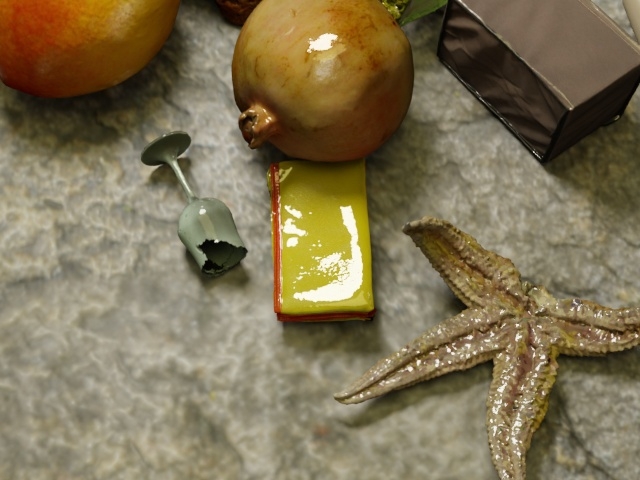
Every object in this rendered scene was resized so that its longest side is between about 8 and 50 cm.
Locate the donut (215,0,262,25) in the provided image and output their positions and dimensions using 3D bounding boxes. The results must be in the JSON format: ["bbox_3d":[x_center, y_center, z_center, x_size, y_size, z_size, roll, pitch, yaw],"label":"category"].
[{"bbox_3d":[-0.166,-0.435,1.891,0.295,0.151,0.112,42,82,8],"label":"donut"}]

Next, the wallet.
[{"bbox_3d":[0.000,0.000,1.764,0.141,0.067,0.241,-3,62,3],"label":"wallet"}]

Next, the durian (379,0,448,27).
[{"bbox_3d":[0.203,-0.439,1.880,0.355,0.169,0.157,-27,44,-27],"label":"durian"}]

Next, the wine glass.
[{"bbox_3d":[-0.171,-0.049,1.769,0.079,0.079,0.195,-25,69,-11],"label":"wine glass"}]

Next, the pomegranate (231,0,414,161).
[{"bbox_3d":[-0.009,-0.218,1.760,0.270,0.229,0.252,-38,65,-18],"label":"pomegranate"}]

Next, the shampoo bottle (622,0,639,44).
[{"bbox_3d":[0.531,-0.263,1.874,0.127,0.078,0.257,-23,70,-11],"label":"shampoo bottle"}]

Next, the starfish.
[{"bbox_3d":[0.248,0.122,1.678,0.398,0.132,0.384,34,71,-1],"label":"starfish"}]

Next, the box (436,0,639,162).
[{"bbox_3d":[0.299,-0.257,1.810,0.153,0.188,0.252,-37,74,-15],"label":"box"}]

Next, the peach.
[{"bbox_3d":[-0.333,-0.350,1.789,0.289,0.289,0.308,28,63,10],"label":"peach"}]
